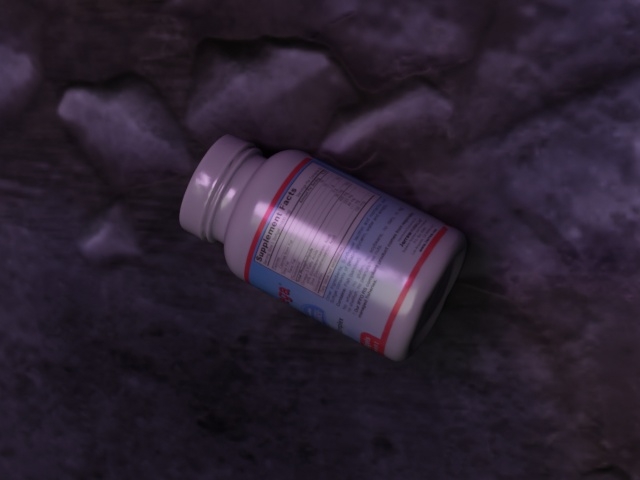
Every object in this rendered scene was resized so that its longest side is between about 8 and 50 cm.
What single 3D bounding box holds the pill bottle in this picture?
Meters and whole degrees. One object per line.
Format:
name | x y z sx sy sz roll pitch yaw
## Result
pill bottle | 0.000 0.000 0.995 0.160 0.087 0.087 28 116 13
